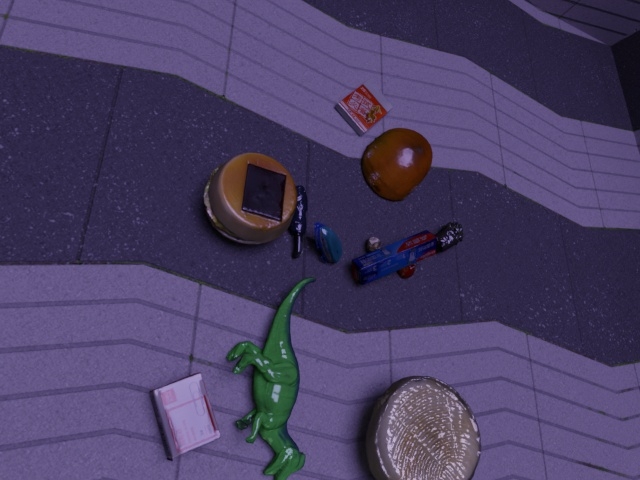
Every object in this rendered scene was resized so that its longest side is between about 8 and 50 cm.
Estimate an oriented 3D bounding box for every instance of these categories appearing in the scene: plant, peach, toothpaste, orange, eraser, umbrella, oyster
[{"bbox_3d":[0.499,-0.014,1.873,0.143,0.094,0.092,-32,77,-29],"label":"plant"},{"bbox_3d":[0.304,0.097,1.752,0.050,0.077,0.084,-20,124,-37],"label":"peach"},{"bbox_3d":[0.261,0.057,1.677,0.320,0.077,0.066,-21,38,-21],"label":"toothpaste"},{"bbox_3d":[0.305,-0.307,1.888,0.310,0.274,0.274,-39,91,-2],"label":"orange"},{"bbox_3d":[0.180,-0.541,1.943,0.157,0.038,0.230,47,57,-4],"label":"eraser"},{"bbox_3d":[-0.072,-0.063,1.611,0.070,0.071,0.249,3,73,-27],"label":"umbrella"},{"bbox_3d":[0.198,0.022,1.723,0.083,0.038,0.080,-3,34,-46],"label":"oyster"}]

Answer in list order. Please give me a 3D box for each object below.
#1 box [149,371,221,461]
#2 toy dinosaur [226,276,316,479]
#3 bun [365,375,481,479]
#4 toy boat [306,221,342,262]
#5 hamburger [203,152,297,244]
[{"bbox_3d":[-0.348,0.449,1.233,0.133,0.099,0.182,-13,76,-29],"label":"box"},{"bbox_3d":[-0.063,0.386,1.390,0.500,0.144,0.375,-44,99,-29],"label":"toy dinosaur"},{"bbox_3d":[0.292,0.602,1.453,0.363,0.202,0.365,7,67,-18],"label":"bun"},{"bbox_3d":[0.000,0.000,1.606,0.091,0.110,0.175,-59,144,-31],"label":"toy boat"},{"bbox_3d":[-0.217,-0.129,1.487,0.299,0.176,0.301,11,64,-24],"label":"hamburger"}]
